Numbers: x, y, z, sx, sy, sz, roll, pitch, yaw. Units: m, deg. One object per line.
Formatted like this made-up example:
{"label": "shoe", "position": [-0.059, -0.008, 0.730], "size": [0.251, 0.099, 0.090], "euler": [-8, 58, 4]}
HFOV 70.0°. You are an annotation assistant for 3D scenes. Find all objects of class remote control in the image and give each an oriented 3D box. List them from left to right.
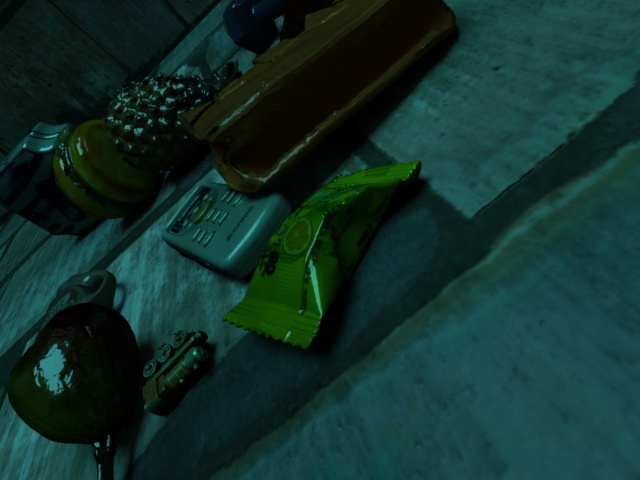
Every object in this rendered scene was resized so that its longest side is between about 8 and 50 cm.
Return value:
{"label": "remote control", "position": [-0.158, -0.025, 0.713], "size": [0.296, 0.056, 0.140], "euler": [15, 69, 54]}

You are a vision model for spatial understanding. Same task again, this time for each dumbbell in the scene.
{"label": "dumbbell", "position": [-0.107, -0.623, 1.195], "size": [0.325, 0.159, 0.144], "euler": [-9, 17, 43]}

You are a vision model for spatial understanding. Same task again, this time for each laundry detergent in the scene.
{"label": "laundry detergent", "position": [-0.457, 0.119, 0.882], "size": [0.171, 0.076, 0.237], "euler": [-41, 32, 8]}

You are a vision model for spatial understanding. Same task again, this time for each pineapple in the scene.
{"label": "pineapple", "position": [-0.298, -0.297, 1.037], "size": [0.358, 0.223, 0.222], "euler": [-18, 43, 23]}

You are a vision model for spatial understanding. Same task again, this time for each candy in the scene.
{"label": "candy", "position": [0.000, 0.000, 0.501], "size": [0.149, 0.069, 0.246], "euler": [4, 58, 53]}

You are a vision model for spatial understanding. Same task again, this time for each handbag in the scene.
{"label": "handbag", "position": [-0.021, -0.258, 0.713], "size": [0.410, 0.116, 0.303], "euler": [-40, 30, -5]}

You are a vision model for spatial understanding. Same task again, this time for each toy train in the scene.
{"label": "toy train", "position": [-0.174, 0.156, 0.557], "size": [0.103, 0.044, 0.064], "euler": [-45, 37, 7]}

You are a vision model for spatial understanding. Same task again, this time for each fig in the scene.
{"label": "fig", "position": [-0.300, 0.203, 0.579], "size": [0.170, 0.145, 0.274], "euler": [-48, 47, 1]}

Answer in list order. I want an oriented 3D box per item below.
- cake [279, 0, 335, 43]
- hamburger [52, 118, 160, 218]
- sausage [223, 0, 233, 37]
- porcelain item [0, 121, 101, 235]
{"label": "cake", "position": [0.014, -0.498, 1.017], "size": [0.158, 0.160, 0.262], "euler": [-65, 3, -24]}
{"label": "hamburger", "position": [-0.530, -0.165, 1.118], "size": [0.170, 0.246, 0.246], "euler": [-35, 35, 21]}
{"label": "sausage", "position": [-0.242, -0.725, 1.468], "size": [0.136, 0.120, 0.241], "euler": [-40, 33, 32]}
{"label": "porcelain item", "position": [-0.725, -0.162, 1.275], "size": [0.282, 0.286, 0.157], "euler": [-30, 40, 21]}
